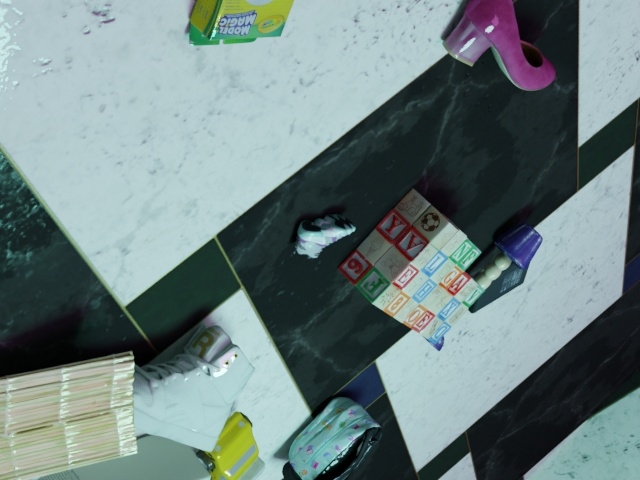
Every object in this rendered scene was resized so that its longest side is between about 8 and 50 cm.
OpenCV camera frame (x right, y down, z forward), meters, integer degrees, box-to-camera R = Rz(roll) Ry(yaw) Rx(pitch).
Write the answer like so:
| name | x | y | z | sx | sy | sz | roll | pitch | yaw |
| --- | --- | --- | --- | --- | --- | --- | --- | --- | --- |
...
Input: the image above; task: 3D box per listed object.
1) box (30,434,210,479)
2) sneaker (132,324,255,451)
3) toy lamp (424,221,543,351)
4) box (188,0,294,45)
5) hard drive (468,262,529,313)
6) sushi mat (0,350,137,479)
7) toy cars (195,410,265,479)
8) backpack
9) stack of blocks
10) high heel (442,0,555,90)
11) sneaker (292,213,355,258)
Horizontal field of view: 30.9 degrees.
| name | x | y | z | sx | sy | sz | roll | pitch | yaw |
| --- | --- | --- | --- | --- | --- | --- | --- | --- | --- |
| box | -0.303 | 0.369 | 1.667 | 0.275 | 0.113 | 0.094 | -11 | 137 | -43 |
| sneaker | -0.203 | 0.177 | 1.577 | 0.169 | 0.108 | 0.292 | -60 | 147 | -2 |
| toy lamp | 0.284 | 0.078 | 2.065 | 0.275 | 0.080 | 0.080 | -47 | 151 | 2 |
| box | -0.069 | -0.275 | 1.203 | 0.105 | 0.043 | 0.179 | -13 | 140 | -42 |
| hard drive | 0.337 | 0.076 | 2.185 | 0.135 | 0.022 | 0.094 | -28 | 147 | -27 |
| sushi mat | -0.369 | 0.226 | 1.380 | 0.316 | 0.019 | 0.151 | -9 | 119 | -27 |
| toy cars | -0.191 | 0.433 | 1.876 | 0.394 | 0.087 | 0.176 | -56 | 165 | 21 |
| backpack | 0.022 | 0.373 | 2.077 | 0.182 | 0.115 | 0.152 | -49 | 162 | 5 |
| stack of blocks | 0.168 | 0.049 | 1.870 | 0.171 | 0.087 | 0.297 | -47 | 151 | 4 |
| high heel | 0.276 | -0.282 | 1.590 | 0.244 | 0.082 | 0.117 | 13 | 129 | -42 |
| sneaker | 0.000 | 0.000 | 1.652 | 0.098 | 0.038 | 0.069 | -5 | 135 | -36 |
